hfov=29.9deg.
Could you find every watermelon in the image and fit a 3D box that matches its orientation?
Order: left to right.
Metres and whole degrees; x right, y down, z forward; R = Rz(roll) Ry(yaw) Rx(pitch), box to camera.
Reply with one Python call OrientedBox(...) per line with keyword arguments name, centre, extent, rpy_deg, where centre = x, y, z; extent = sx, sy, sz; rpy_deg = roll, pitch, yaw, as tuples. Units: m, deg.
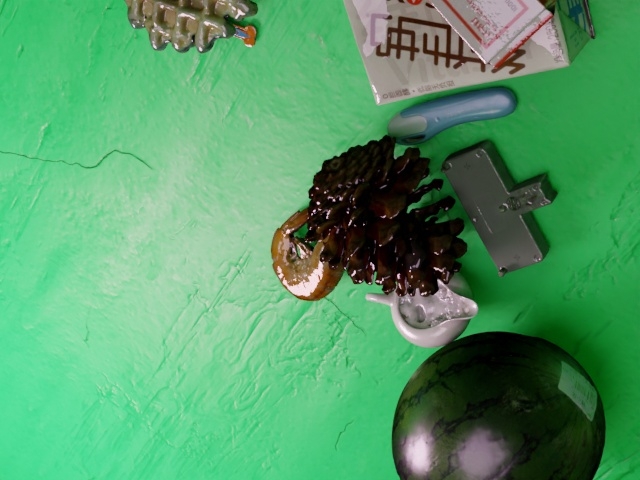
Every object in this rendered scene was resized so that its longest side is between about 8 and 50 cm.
OrientedBox(name="watermelon", centre=(0.281, 0.317, 1.955), extent=(0.363, 0.363, 0.363), rpy_deg=(12, 121, 21))

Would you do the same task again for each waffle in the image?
OrientedBox(name="waffle", centre=(-0.231, -0.460, 1.952), extent=(0.292, 0.056, 0.309), rpy_deg=(-28, 97, 35))

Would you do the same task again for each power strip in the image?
OrientedBox(name="power strip", centre=(0.300, -0.059, 1.904), extent=(0.145, 0.061, 0.215), rpy_deg=(-23, 105, 36))

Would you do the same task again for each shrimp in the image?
OrientedBox(name="shrimp", centre=(0.000, 0.000, 2.090), extent=(0.150, 0.068, 0.248), rpy_deg=(45, 119, 9))

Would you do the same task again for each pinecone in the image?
OrientedBox(name="pinecone", centre=(0.114, -0.028, 1.912), extent=(0.292, 0.246, 0.246), rpy_deg=(38, 130, -20))

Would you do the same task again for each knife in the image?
OrientedBox(name="knife", centre=(0.206, -0.198, 1.896), extent=(0.222, 0.031, 0.064), rpy_deg=(-13, 106, 28))

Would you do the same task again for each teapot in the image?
OrientedBox(name="teapot", centre=(0.181, 0.109, 2.029), extent=(0.226, 0.092, 0.145), rpy_deg=(2, 79, 34))

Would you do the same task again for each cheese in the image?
OrientedBox(name="cheese", centre=(-0.157, -0.355, 2.004), extent=(0.111, 0.017, 0.047), rpy_deg=(22, 128, 15))

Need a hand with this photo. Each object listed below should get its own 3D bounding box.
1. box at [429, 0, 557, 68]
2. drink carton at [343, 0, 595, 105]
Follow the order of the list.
OrientedBox(name="box", centre=(0.207, -0.357, 1.633), extent=(0.229, 0.050, 0.123), rpy_deg=(50, 126, 3))
OrientedBox(name="drink carton", centre=(0.214, -0.331, 1.756), extent=(0.325, 0.132, 0.194), rpy_deg=(-8, 111, 32))
